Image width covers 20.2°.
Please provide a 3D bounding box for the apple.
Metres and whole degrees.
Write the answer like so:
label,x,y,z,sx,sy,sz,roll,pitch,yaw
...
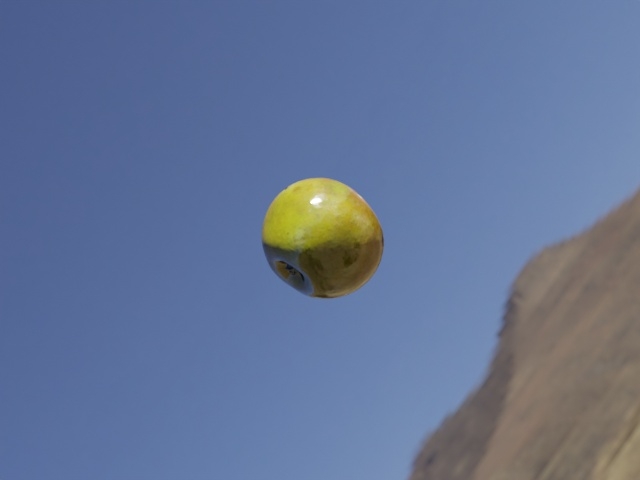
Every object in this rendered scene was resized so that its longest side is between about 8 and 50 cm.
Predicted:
label,x,y,z,sx,sy,sz,roll,pitch,yaw
apple,0.000,0.000,1.276,0.074,0.089,0.089,-48,-16,-25
